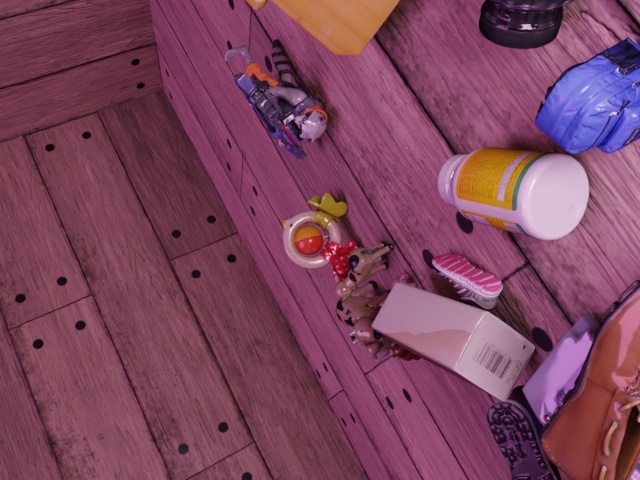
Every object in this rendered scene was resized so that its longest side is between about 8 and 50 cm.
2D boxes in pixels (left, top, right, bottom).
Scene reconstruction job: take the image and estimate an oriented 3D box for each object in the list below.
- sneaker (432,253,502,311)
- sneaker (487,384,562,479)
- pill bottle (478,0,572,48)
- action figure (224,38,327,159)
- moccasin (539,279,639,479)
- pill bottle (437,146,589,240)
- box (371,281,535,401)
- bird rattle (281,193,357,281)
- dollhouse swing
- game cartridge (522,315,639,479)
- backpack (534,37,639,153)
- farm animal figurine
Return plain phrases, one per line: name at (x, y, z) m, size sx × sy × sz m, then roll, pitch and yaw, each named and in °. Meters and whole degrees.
sneaker at (0.278, 0.084, 1.080) m, size 0.170 × 0.063 × 0.074 m, roll 35°, pitch 139°, yaw 49°
sneaker at (0.413, 0.410, 1.037) m, size 0.107 × 0.124 × 0.283 m, roll -14°, pitch 93°, yaw 45°
pill bottle at (0.232, -0.325, 0.589) m, size 0.123 × 0.123 × 0.219 m, roll 52°, pitch 159°, yaw 36°
action figure at (-0.100, -0.373, 1.388) m, size 0.330 × 0.178 × 0.341 m, roll 51°, pitch -178°, yaw 25°
moccasin at (0.394, 0.172, 0.671) m, size 0.147 × 0.139 × 0.379 m, roll 43°, pitch 129°, yaw 42°
pill bottle at (0.268, -0.076, 0.817) m, size 0.208 × 0.118 × 0.117 m, roll 26°, pitch 137°, yaw 63°
box at (0.250, 0.189, 1.118) m, size 0.148 × 0.121 × 0.311 m, roll 34°, pitch 173°, yaw -20°
bird rattle at (0.000, 0.000, 1.555) m, size 0.143 × 0.207 × 0.253 m, roll -116°, pitch 11°, yaw -87°
dollhouse swing at (0.020, -0.547, 0.915) m, size 0.305 × 0.315 × 0.347 m, roll 23°, pitch 158°, yaw -13°
game cartridge at (0.436, 0.276, 0.794) m, size 0.294 × 0.060 × 0.196 m, roll 52°, pitch 130°, yaw 37°
backpack at (0.308, -0.149, 0.609) m, size 0.101 × 0.120 × 0.098 m, roll 55°, pitch 158°, yaw 30°
farm animal figurine at (0.123, 0.181, 1.457) m, size 0.330 × 0.172 × 0.327 m, roll 66°, pitch 162°, yaw -2°
